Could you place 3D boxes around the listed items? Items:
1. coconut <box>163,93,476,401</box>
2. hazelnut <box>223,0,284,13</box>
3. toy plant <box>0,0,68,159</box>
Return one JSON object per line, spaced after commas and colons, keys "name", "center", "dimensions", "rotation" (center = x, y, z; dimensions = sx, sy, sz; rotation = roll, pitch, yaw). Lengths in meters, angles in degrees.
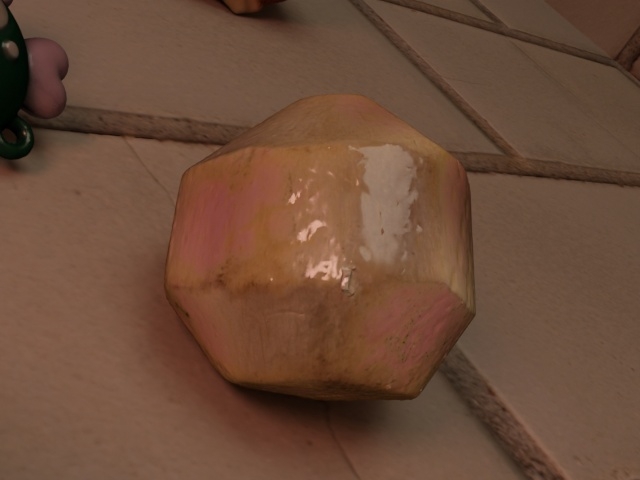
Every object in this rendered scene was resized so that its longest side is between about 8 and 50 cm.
{"name": "coconut", "center": [0.000, 0.000, 0.649], "dimensions": [0.237, 0.237, 0.197], "rotation": [45, -1, 20]}
{"name": "hazelnut", "center": [-0.097, -0.423, 1.210], "dimensions": [0.261, 0.241, 0.261], "rotation": [13, 7, -2]}
{"name": "toy plant", "center": [-0.296, -0.155, 0.658], "dimensions": [0.232, 0.112, 0.243], "rotation": [-26, 92, -51]}
